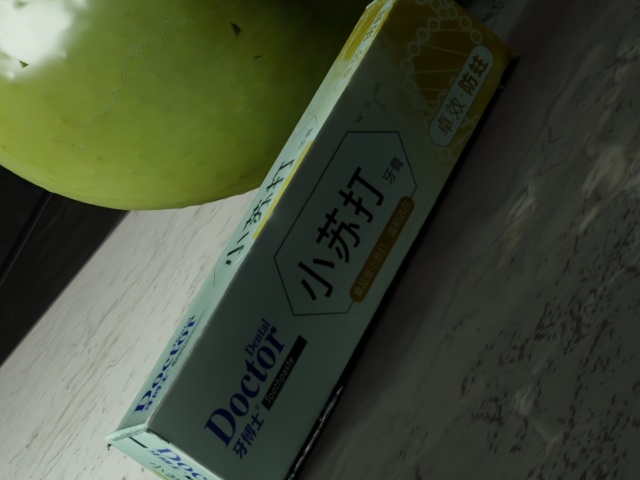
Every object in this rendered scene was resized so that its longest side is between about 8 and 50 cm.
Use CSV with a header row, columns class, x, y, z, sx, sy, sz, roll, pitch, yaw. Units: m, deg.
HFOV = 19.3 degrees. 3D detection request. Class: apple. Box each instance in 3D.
class,x,y,z,sx,sy,sz,roll,pitch,yaw
apple,-0.114,-0.253,1.335,0.473,0.474,0.473,-52,12,16

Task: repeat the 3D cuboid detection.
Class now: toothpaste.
class,x,y,z,sx,sy,sz,roll,pitch,yaw
toothpaste,0.000,0.000,1.016,0.071,0.089,0.313,-22,34,60
